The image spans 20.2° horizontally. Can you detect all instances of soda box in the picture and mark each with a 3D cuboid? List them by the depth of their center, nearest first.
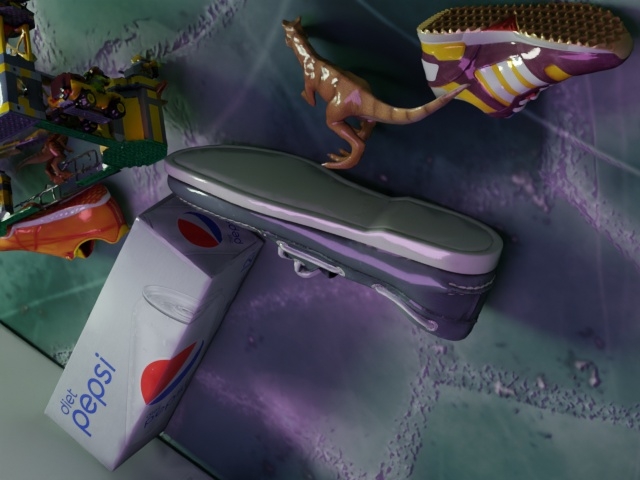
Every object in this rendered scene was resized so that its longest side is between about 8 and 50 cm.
[{"bbox_3d":[-0.163,0.087,1.722,0.098,0.091,0.286,39,128,12],"label":"soda box"}]

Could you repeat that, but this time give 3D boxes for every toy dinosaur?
[{"bbox_3d":[0.029,-0.114,1.487,0.211,0.064,0.112,34,145,36],"label":"toy dinosaur"}]

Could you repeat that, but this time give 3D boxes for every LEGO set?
[{"bbox_3d":[-0.305,-0.142,1.633,0.331,0.255,0.192,-26,65,41],"label":"LEGO set"}]

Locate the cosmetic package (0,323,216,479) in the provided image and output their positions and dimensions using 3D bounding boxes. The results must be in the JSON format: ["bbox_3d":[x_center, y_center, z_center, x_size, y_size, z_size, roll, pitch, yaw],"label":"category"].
[{"bbox_3d":[-0.282,0.265,1.812,0.385,0.217,0.156,34,126,19],"label":"cosmetic package"}]

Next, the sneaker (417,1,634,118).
[{"bbox_3d":[0.165,-0.138,1.416,0.185,0.069,0.084,9,126,37],"label":"sneaker"}]

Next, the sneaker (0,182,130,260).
[{"bbox_3d":[-0.264,-0.005,1.767,0.175,0.064,0.067,-9,116,39],"label":"sneaker"}]

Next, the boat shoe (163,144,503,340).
[{"bbox_3d":[0.000,0.000,1.557,0.319,0.116,0.099,18,117,20],"label":"boat shoe"}]
